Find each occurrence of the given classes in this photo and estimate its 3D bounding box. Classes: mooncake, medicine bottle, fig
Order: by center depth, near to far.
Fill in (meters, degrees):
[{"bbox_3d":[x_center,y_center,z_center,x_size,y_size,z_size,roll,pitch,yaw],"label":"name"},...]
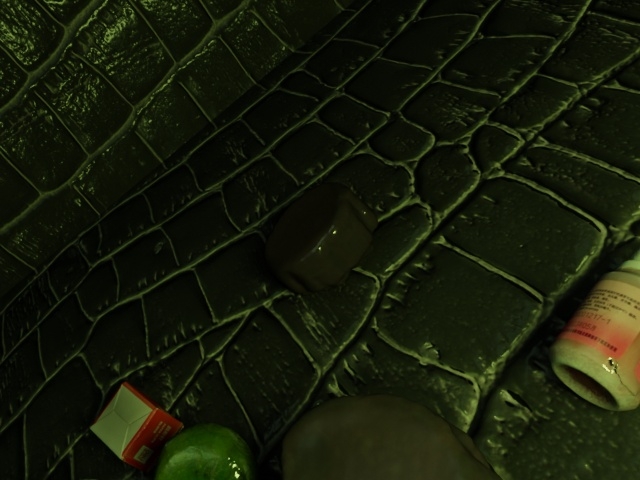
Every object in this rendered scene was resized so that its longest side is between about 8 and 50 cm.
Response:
[{"bbox_3d":[0.094,0.415,0.863,0.350,0.212,0.381,-3,52,42],"label":"mooncake"},{"bbox_3d":[0.455,0.119,0.940,0.247,0.147,0.147,-48,35,-15],"label":"medicine bottle"},{"bbox_3d":[-0.203,0.438,1.199,0.203,0.203,0.235,-39,-6,-1],"label":"fig"},{"bbox_3d":[0.000,0.000,1.500,0.283,0.141,0.283,-34,29,22],"label":"mooncake"}]

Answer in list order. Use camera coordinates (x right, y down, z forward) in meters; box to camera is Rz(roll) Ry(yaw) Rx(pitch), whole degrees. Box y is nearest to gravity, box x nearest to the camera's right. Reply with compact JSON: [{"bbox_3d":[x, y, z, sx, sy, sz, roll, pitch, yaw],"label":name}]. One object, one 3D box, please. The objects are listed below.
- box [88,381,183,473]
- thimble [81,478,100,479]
[{"bbox_3d":[-0.412,0.416,1.436,0.182,0.099,0.133,13,62,48],"label":"box"},{"bbox_3d":[-0.440,0.556,1.256,0.190,0.143,0.137,-9,44,37],"label":"thimble"}]
